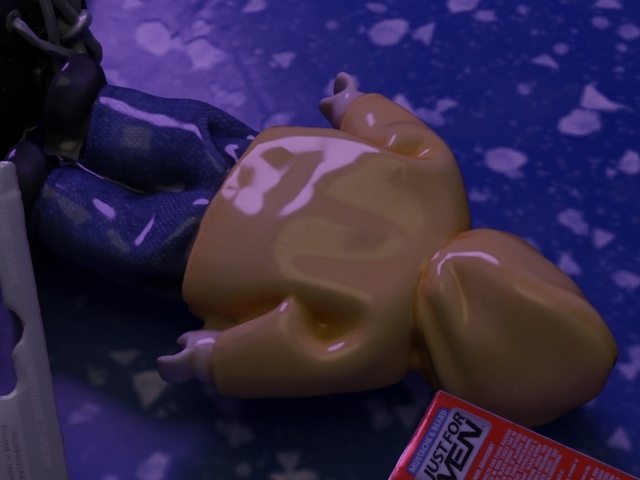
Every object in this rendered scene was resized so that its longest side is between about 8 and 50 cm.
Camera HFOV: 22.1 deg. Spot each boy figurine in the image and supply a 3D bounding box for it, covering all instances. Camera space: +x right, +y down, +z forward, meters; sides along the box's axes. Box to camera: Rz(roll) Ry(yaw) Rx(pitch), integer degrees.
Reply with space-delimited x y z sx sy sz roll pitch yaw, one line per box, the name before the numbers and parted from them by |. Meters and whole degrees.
boy figurine | 0.000 0.000 0.749 0.285 0.092 0.177 18 60 9

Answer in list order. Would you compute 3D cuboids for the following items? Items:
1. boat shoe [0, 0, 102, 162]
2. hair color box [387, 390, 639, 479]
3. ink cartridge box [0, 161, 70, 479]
boat shoe | -0.161 -0.109 0.813 0.105 0.113 0.306 -9 43 8
hair color box | 0.108 0.135 0.652 0.167 0.093 0.053 24 55 15
ink cartridge box | -0.207 0.050 0.691 0.179 0.045 0.145 -10 87 -14
